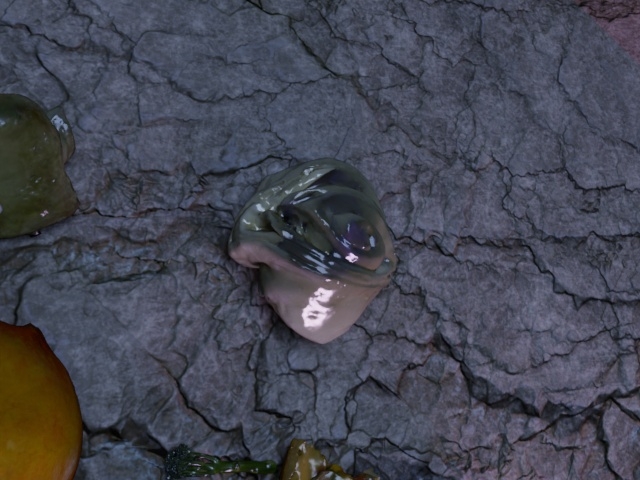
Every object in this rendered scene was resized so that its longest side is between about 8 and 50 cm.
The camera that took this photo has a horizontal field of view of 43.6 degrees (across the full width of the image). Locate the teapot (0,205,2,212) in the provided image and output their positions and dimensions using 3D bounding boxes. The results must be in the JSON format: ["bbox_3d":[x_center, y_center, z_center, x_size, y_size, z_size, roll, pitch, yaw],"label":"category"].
[{"bbox_3d":[-0.663,0.021,1.348,0.298,0.139,0.204,-40,102,0],"label":"teapot"}]

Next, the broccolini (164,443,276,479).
[{"bbox_3d":[-0.188,0.418,1.511,0.216,0.058,0.067,6,105,-29],"label":"broccolini"}]

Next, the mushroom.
[{"bbox_3d":[-0.565,-0.130,1.449,0.292,0.212,0.217,-18,73,-34],"label":"mushroom"}]

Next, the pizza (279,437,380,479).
[{"bbox_3d":[0.113,0.586,1.532,0.407,0.130,0.439,-1,73,-22],"label":"pizza"}]

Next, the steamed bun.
[{"bbox_3d":[0.000,0.000,1.614,0.339,0.247,0.352,41,66,-5],"label":"steamed bun"}]

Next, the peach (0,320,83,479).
[{"bbox_3d":[-0.550,0.292,1.244,0.373,0.290,0.372,-4,74,13],"label":"peach"}]
